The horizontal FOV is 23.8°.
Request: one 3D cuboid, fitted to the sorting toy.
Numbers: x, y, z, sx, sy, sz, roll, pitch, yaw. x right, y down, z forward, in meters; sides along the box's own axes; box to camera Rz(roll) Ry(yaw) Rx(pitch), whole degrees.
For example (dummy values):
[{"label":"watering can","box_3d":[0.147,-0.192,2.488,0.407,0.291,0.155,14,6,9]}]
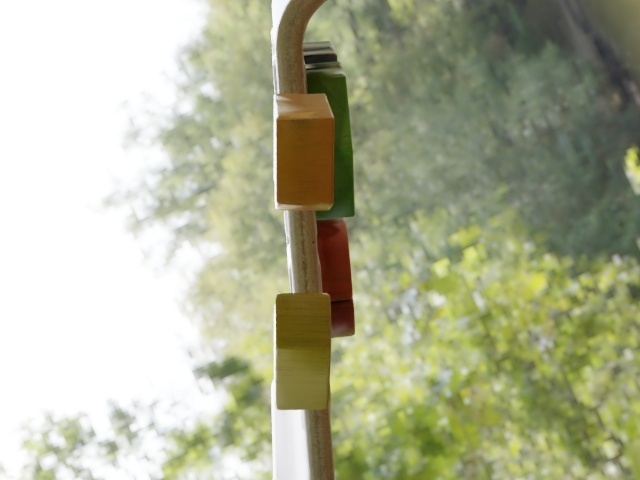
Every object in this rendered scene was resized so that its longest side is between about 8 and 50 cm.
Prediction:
[{"label":"sorting toy","box_3d":[0.000,0.000,0.644,0.307,0.041,0.229,-100,10,-77]}]
